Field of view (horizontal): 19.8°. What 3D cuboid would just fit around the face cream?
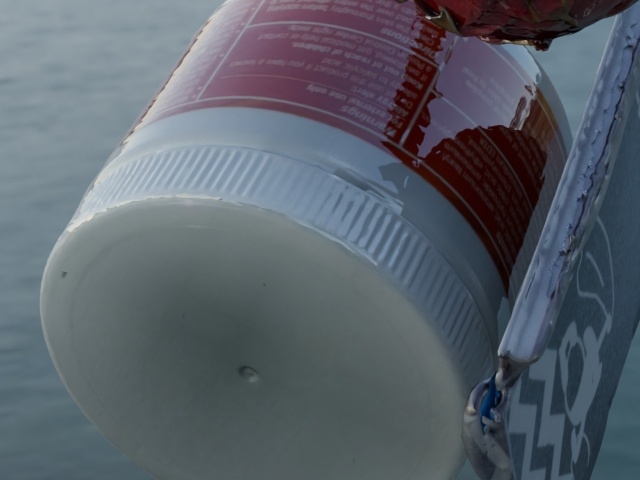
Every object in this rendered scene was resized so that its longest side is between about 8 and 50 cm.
[{"bbox_3d":[0.000,0.000,0.836,0.201,0.201,0.187,3,40,23],"label":"face cream"}]

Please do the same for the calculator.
[{"bbox_3d":[0.109,0.003,0.722,0.028,0.165,0.274,10,49,18],"label":"calculator"}]

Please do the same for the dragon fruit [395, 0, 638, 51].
[{"bbox_3d":[0.058,-0.123,0.500,0.094,0.094,0.190,-1,47,10],"label":"dragon fruit"}]
